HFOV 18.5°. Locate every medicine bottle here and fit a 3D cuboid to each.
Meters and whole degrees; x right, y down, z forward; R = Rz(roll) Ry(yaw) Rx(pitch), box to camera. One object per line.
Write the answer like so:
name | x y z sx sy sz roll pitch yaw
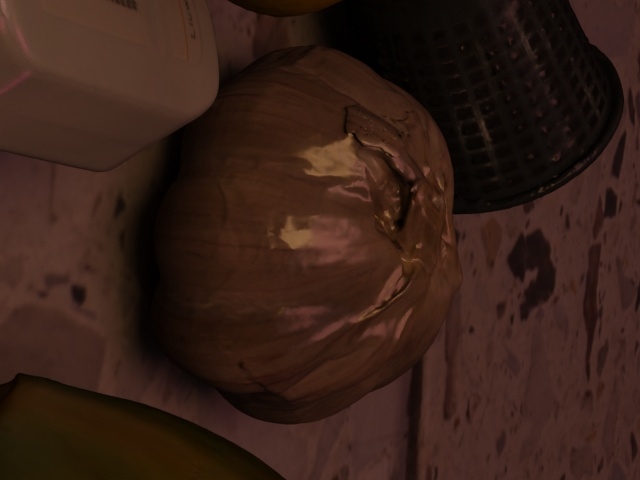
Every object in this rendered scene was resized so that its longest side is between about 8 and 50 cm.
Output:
medicine bottle | -0.151 -0.120 0.825 0.161 0.111 0.296 64 17 13

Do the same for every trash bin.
trash bin | 0.090 -0.129 1.230 0.175 0.175 0.161 -61 143 -32

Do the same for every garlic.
garlic | 0.000 -0.004 1.134 0.228 0.152 0.227 -36 131 -56

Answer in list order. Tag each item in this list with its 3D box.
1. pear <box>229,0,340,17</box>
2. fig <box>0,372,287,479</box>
pear | -0.003 -0.283 0.981 0.285 0.285 0.336 9 113 -59
fig | -0.098 0.188 0.950 0.239 0.239 0.271 -34 104 -51
